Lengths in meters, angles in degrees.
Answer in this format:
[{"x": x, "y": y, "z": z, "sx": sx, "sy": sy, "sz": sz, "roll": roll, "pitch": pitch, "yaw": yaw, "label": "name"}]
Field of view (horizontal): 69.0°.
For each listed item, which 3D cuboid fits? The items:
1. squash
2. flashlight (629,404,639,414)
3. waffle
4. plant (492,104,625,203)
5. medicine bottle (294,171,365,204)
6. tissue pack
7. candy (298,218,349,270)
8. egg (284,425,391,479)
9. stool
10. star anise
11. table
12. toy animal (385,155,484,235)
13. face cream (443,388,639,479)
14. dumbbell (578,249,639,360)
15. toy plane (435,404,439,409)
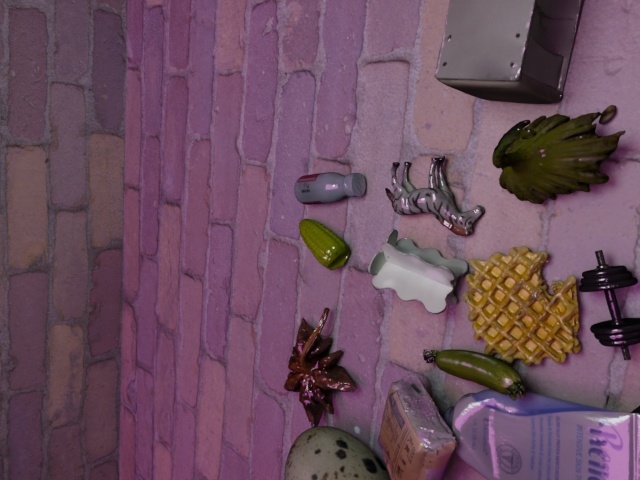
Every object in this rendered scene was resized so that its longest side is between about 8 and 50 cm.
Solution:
[{"x": 0.356, "y": 0.290, "z": 1.057, "sx": 0.318, "sy": 0.080, "sz": 0.071, "roll": -1, "pitch": 72, "yaw": 67, "label": "squash"}, {"x": 0.680, "y": 0.228, "z": 0.774, "sx": 0.103, "sy": 0.103, "sz": 0.424, "roll": 48, "pitch": 122, "yaw": 30, "label": "flashlight"}, {"x": 0.434, "y": 0.144, "z": 1.024, "sx": 0.249, "sy": 0.056, "sz": 0.262, "roll": -6, "pitch": 93, "yaw": 44, "label": "waffle"}, {"x": 0.380, "y": -0.179, "z": 0.879, "sx": 0.251, "sy": 0.333, "sz": 0.181, "roll": -37, "pitch": 53, "yaw": 51, "label": "plant"}, {"x": 0.026, "y": -0.154, "z": 1.356, "sx": 0.216, "sy": 0.090, "sz": 0.091, "roll": 0, "pitch": 93, "yaw": 42, "label": "medicine bottle"}, {"x": 0.220, "y": 0.487, "z": 1.120, "sx": 0.215, "sy": 0.122, "sz": 0.257, "roll": -118, "pitch": 24, "yaw": -54, "label": "tissue pack"}, {"x": 0.000, "y": 0.000, "z": 1.396, "sx": 0.209, "sy": 0.096, "sz": 0.097, "roll": 46, "pitch": 122, "yaw": 38, "label": "candy"}, {"x": 0.054, "y": 0.688, "z": 1.266, "sx": 0.379, "sy": 0.287, "sz": 0.288, "roll": 54, "pitch": 127, "yaw": 45, "label": "egg"}, {"x": 0.376, "y": -0.420, "z": 0.904, "sx": 0.170, "sy": 0.243, "sz": 0.270, "roll": 18, "pitch": 106, "yaw": 40, "label": "stool"}, {"x": -0.023, "y": 0.393, "z": 1.434, "sx": 0.292, "sy": 0.108, "sz": 0.350, "roll": 53, "pitch": 125, "yaw": 20, "label": "star anise"}, {"x": 0.242, "y": 0.082, "z": 1.139, "sx": 0.198, "sy": 0.166, "sz": 0.167, "roll": 23, "pitch": 109, "yaw": 31, "label": "table"}, {"x": 0.272, "y": -0.122, "z": 1.136, "sx": 0.255, "sy": 0.089, "sz": 0.170, "roll": 26, "pitch": 114, "yaw": 42, "label": "toy animal"}, {"x": 0.441, "y": 0.425, "z": 0.953, "sx": 0.420, "sy": 0.137, "sz": 0.235, "roll": -2, "pitch": 82, "yaw": 51, "label": "face cream"}, {"x": 0.553, "y": 0.121, "z": 0.881, "sx": 0.099, "sy": 0.099, "sz": 0.209, "roll": -17, "pitch": 82, "yaw": 42, "label": "dumbbell"}, {"x": 0.268, "y": 0.434, "z": 1.214, "sx": 0.083, "sy": 0.033, "sz": 0.080, "roll": 1, "pitch": 105, "yaw": 42, "label": "toy plane"}]
